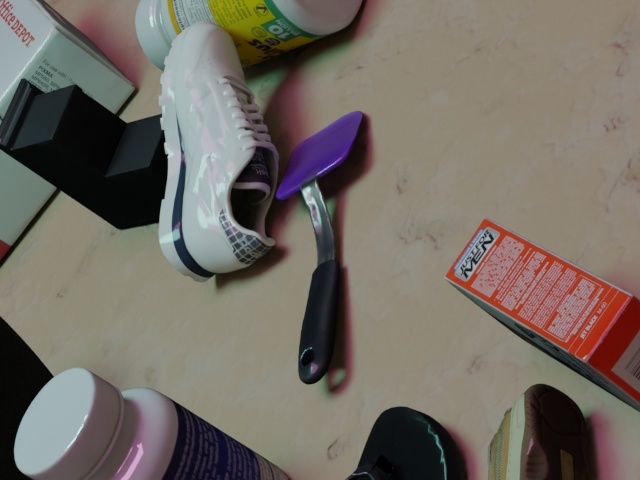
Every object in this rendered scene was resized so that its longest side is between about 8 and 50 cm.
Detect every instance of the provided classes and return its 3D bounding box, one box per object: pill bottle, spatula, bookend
[{"bbox_3d":[-0.070,-0.217,1.744,0.208,0.117,0.118,-16,48,44],"label":"pill bottle"},{"bbox_3d":[-0.120,0.170,1.375,0.112,0.186,0.112,-33,38,29],"label":"pill bottle"},{"bbox_3d":[0.000,0.000,1.528,0.084,0.030,0.296,-31,38,28],"label":"spatula"},{"bbox_3d":[-0.181,-0.086,1.727,0.156,0.157,0.072,-10,52,49],"label":"bookend"}]

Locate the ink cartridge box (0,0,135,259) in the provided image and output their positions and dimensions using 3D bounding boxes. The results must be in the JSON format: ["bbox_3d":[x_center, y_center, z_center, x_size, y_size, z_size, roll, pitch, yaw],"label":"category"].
[{"bbox_3d":[-0.337,-0.113,1.996,0.273,0.114,0.197,-52,31,4],"label":"ink cartridge box"}]

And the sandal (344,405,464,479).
[{"bbox_3d":[0.028,0.219,1.260,0.097,0.054,0.254,-13,50,46],"label":"sandal"}]

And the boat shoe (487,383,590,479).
[{"bbox_3d":[0.127,0.178,1.175,0.072,0.068,0.190,-45,21,37],"label":"boat shoe"}]

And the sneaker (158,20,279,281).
[{"bbox_3d":[-0.078,-0.083,1.640,0.094,0.090,0.235,-21,64,39],"label":"sneaker"}]

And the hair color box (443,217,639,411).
[{"bbox_3d":[0.161,0.051,1.213,0.053,0.093,0.167,-54,31,-1],"label":"hair color box"}]

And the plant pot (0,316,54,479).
[{"bbox_3d":[-0.309,0.184,1.627,0.188,0.167,0.187,-31,38,31],"label":"plant pot"}]
